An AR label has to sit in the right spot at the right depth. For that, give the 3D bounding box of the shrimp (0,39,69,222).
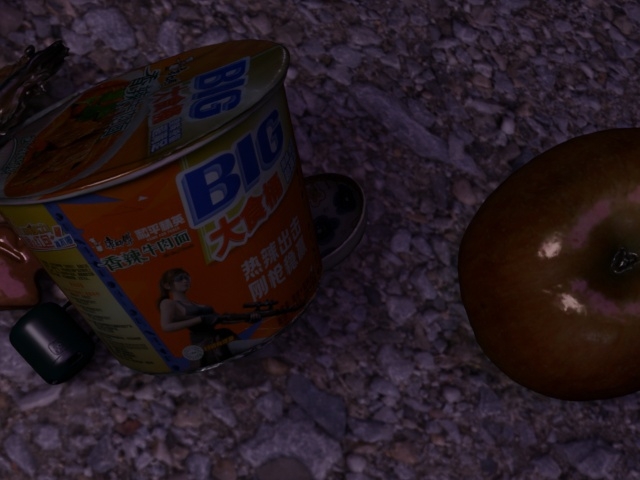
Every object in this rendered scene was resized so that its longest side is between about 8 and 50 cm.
[{"bbox_3d":[-0.310,-0.115,0.752,0.152,0.046,0.219,32,68,2],"label":"shrimp"}]

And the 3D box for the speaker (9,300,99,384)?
[{"bbox_3d":[-0.262,0.097,0.740,0.075,0.060,0.094,46,34,5],"label":"speaker"}]

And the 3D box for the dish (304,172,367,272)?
[{"bbox_3d":[0.000,0.000,0.813,0.141,0.078,0.141,-18,43,18],"label":"dish"}]

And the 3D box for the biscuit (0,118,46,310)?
[{"bbox_3d":[-0.371,-0.015,0.751,0.284,0.043,0.306,40,69,2],"label":"biscuit"}]

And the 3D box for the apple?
[{"bbox_3d":[0.306,0.019,0.779,0.278,0.250,0.309,26,71,-4],"label":"apple"}]

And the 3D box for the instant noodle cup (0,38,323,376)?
[{"bbox_3d":[-0.131,-0.028,0.666,0.296,0.296,0.213,-32,121,-20],"label":"instant noodle cup"}]
